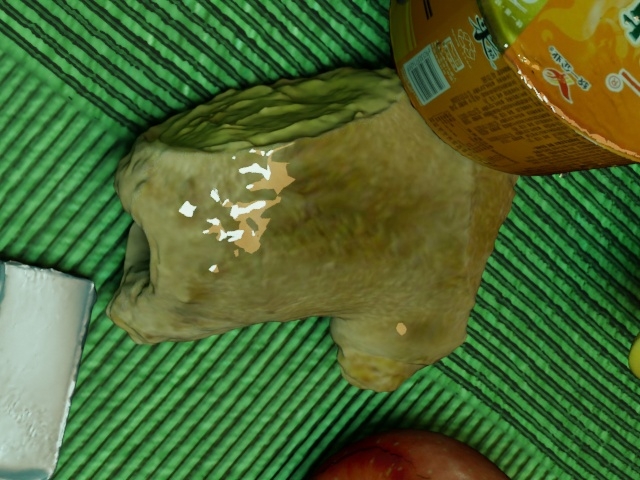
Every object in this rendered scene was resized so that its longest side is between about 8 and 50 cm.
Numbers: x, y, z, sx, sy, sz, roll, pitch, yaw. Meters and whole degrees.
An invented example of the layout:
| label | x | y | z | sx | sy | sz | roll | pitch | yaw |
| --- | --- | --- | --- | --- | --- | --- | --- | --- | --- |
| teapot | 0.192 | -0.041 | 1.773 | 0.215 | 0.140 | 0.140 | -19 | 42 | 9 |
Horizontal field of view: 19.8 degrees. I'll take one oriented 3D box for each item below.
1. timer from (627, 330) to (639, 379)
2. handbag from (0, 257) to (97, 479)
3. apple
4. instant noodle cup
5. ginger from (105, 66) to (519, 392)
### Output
| label | x | y | z | sx | sy | sz | roll | pitch | yaw |
| --- | --- | --- | --- | --- | --- | --- | --- | --- | --- |
| timer | 0.403 | 0.040 | 1.206 | 0.387 | 0.376 | 0.376 | -22 | 119 | 15 |
| handbag | -0.251 | 0.064 | 1.094 | 0.221 | 0.057 | 0.144 | 14 | 100 | -26 |
| apple | 0.065 | 0.219 | 1.215 | 0.181 | 0.181 | 0.168 | -54 | 141 | 4 |
| instant noodle cup | 0.151 | -0.135 | 1.026 | 0.230 | 0.182 | 0.230 | 4 | 79 | -19 |
| ginger | 0.000 | 0.000 | 1.128 | 0.276 | 0.130 | 0.221 | -22 | 122 | -9 |
